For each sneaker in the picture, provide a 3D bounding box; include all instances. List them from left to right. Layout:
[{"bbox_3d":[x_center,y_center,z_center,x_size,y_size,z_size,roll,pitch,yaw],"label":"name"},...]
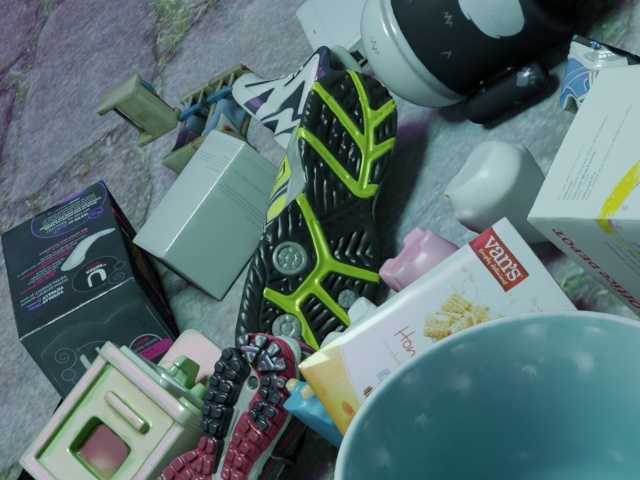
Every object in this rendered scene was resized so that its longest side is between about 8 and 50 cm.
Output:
[{"bbox_3d":[-0.080,0.240,1.700,0.121,0.112,0.299,35,103,32],"label":"sneaker"},{"bbox_3d":[-0.013,-0.194,2.081,0.153,0.094,0.235,-48,31,4],"label":"sneaker"},{"bbox_3d":[0.000,0.000,1.854,0.147,0.145,0.384,117,173,-66],"label":"sneaker"},{"bbox_3d":[0.313,-0.141,1.625,0.211,0.080,0.081,41,113,60],"label":"sneaker"}]

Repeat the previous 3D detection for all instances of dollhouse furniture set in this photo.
[{"bbox_3d":[-0.181,-0.190,2.209,0.129,0.184,0.129,-25,39,37],"label":"dollhouse furniture set"}]

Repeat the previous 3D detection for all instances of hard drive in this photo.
[{"bbox_3d":[0.103,-0.363,2.158,0.307,0.040,0.203,-44,31,14],"label":"hard drive"}]

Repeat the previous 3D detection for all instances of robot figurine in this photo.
[{"bbox_3d":[0.176,-0.263,1.829,0.278,0.173,0.209,-31,29,31],"label":"robot figurine"}]

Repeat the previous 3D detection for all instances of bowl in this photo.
[{"bbox_3d":[0.180,0.216,1.257,0.312,0.163,0.311,-11,38,9],"label":"bowl"}]

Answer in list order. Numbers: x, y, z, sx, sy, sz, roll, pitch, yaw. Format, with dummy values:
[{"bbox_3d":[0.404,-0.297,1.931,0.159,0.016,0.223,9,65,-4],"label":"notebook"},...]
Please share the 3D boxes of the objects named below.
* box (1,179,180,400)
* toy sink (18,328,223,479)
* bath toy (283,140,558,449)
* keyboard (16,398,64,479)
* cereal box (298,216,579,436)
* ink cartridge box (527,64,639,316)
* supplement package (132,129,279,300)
[{"bbox_3d":[-0.297,0.069,2.094,0.165,0.143,0.270,-29,32,1],"label":"box"},{"bbox_3d":[-0.192,0.208,1.803,0.153,0.131,0.234,37,87,32],"label":"toy sink"},{"bbox_3d":[0.113,0.061,1.612,0.348,0.129,0.151,-51,11,-1],"label":"bath toy"},{"bbox_3d":[-0.334,0.239,2.121,0.192,0.038,0.100,-64,9,-19],"label":"keyboard"},{"bbox_3d":[0.124,0.115,1.482,0.240,0.047,0.173,-37,68,2],"label":"cereal box"},{"bbox_3d":[0.333,-0.040,1.376,0.233,0.171,0.168,4,60,54],"label":"ink cartridge box"},{"bbox_3d":[-0.132,-0.033,2.056,0.179,0.105,0.105,-54,31,-6],"label":"supplement package"}]
